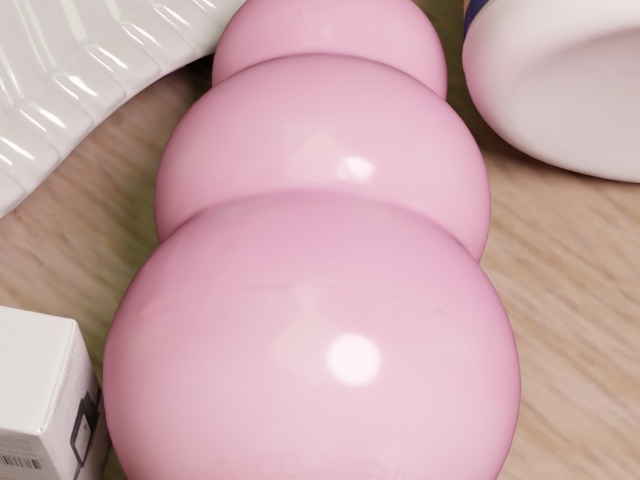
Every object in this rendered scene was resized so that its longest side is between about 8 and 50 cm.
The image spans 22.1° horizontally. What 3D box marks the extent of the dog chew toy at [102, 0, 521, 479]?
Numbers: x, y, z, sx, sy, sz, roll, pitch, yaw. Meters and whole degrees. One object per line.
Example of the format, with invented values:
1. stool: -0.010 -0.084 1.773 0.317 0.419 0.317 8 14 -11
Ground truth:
1. dog chew toy: 0.000 0.000 0.854 0.207 0.206 0.331 2 59 2

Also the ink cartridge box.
1. ink cartridge box: -0.173 0.088 0.839 0.109 0.150 0.063 10 64 5

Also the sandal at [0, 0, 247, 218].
1. sandal: -0.133 -0.149 0.955 0.416 0.102 0.169 -39 97 -28

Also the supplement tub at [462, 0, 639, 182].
1. supplement tub: 0.195 -0.214 0.913 0.228 0.228 0.316 2 67 2
